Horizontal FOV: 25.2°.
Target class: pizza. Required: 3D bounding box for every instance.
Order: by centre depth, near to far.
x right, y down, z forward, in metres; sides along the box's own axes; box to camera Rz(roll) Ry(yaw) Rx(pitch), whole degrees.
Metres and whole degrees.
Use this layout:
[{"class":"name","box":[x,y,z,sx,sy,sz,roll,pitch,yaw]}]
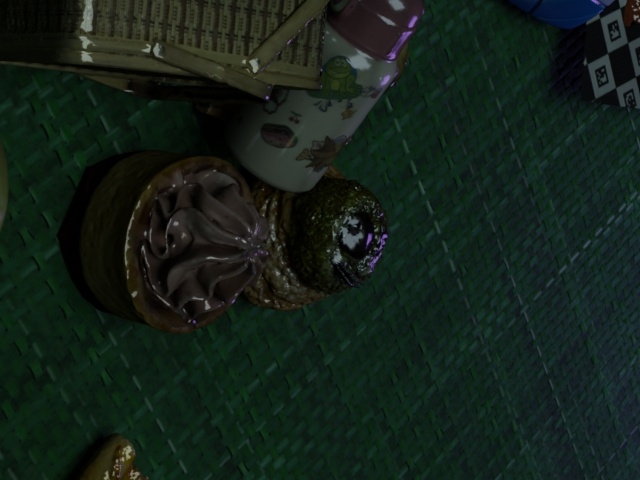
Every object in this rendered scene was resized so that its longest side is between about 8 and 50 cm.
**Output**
[{"class":"pizza","box":[-0.222,0.318,1.527,0.182,0.062,0.161,-56,131,-22]}]

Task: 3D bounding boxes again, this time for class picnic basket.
[{"class":"picnic basket","box":[-0.159,-0.226,1.373,0.312,0.228,0.175,2,95,-42]}]

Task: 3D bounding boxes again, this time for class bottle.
[{"class":"bottle","box":[0.010,-0.176,1.486,0.120,0.120,0.253,9,126,-43]}]

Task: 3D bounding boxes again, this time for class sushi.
[{"class":"sushi","box":[0.447,-0.310,2.033,0.290,0.050,0.264,5,88,-42]}]

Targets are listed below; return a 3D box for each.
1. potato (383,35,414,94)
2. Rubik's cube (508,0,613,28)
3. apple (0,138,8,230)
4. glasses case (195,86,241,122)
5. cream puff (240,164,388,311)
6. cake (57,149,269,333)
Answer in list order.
[{"class":"potato","box":[0.018,-0.285,1.585,0.191,0.141,0.296,-43,130,-27]},{"class":"Rubik's cube","box":[0.342,-0.363,1.820,0.254,0.254,0.254,-9,104,-41]},{"class":"apple","box":[-0.354,-0.078,1.302,0.193,0.120,0.265,-41,126,-43]},{"class":"glasses case","box":[-0.063,-0.150,1.604,0.170,0.041,0.065,19,97,-43]},{"class":"cream puff","box":[0.000,0.000,1.600,0.183,0.169,0.183,-10,104,-43]},{"class":"cake","box":[-0.140,0.005,1.470,0.207,0.178,0.185,-9,104,-38]}]
